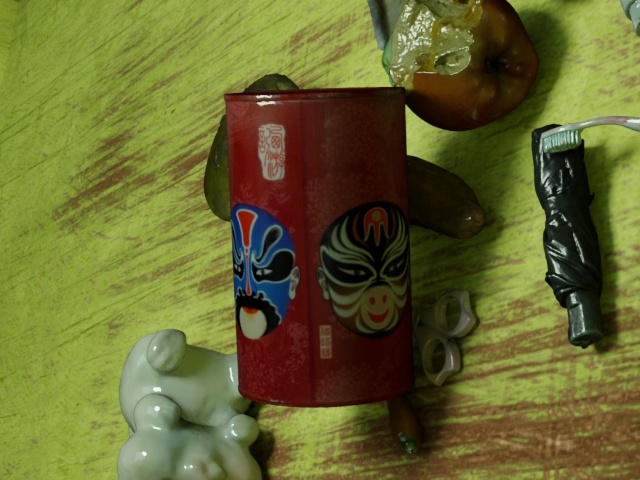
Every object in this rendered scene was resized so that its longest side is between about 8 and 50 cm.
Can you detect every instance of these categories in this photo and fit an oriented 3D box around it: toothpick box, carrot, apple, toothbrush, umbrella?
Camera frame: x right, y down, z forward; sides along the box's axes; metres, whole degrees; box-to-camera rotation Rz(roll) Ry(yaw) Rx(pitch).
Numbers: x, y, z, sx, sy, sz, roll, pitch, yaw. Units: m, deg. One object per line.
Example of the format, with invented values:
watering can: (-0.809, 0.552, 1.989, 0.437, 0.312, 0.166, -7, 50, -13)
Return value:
toothpick box: (0.000, 0.000, 1.607, 0.204, 0.204, 0.334, 10, 104, 62)
carrot: (0.090, 0.192, 1.640, 0.035, 0.035, 0.142, -57, 26, 26)
apple: (0.163, -0.197, 1.620, 0.156, 0.147, 0.158, -40, 39, -7)
toothbrush: (0.316, -0.113, 1.355, 0.269, 0.021, 0.027, -9, 83, 45)
umbrella: (0.245, -0.005, 1.436, 0.059, 0.066, 0.236, -32, 49, 45)

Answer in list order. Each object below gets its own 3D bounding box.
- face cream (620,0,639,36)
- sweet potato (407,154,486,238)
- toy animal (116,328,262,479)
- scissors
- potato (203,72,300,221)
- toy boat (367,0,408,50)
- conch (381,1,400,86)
face cream: (0.312, -0.303, 1.449, 0.101, 0.101, 0.252, -42, 41, 44)
sweet potato: (0.100, -0.052, 1.700, 0.291, 0.097, 0.097, 5, 79, 62)
toy animal: (-0.193, 0.314, 1.921, 0.241, 0.196, 0.368, 130, 147, -49)
scissors: (0.111, 0.093, 1.670, 0.212, 0.021, 0.110, 24, 99, 62)
potato: (-0.100, -0.129, 2.087, 0.251, 0.113, 0.149, -52, 37, 30)
toy boat: (0.107, -0.430, 1.918, 0.276, 0.111, 0.293, -59, 43, 23)
conch: (0.130, -0.253, 1.777, 0.105, 0.079, 0.170, 9, 88, 45)
